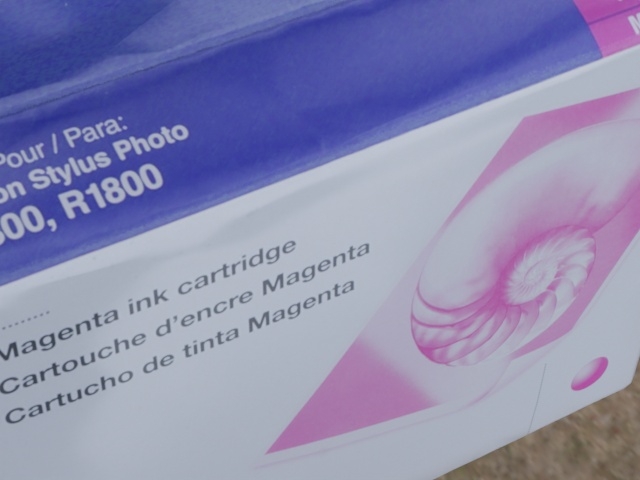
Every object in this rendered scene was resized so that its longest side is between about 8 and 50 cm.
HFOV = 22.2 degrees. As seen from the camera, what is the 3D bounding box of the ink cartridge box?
[{"bbox_3d":[0.000,0.000,0.613,0.324,0.071,0.330,-22,143,-19],"label":"ink cartridge box"}]
